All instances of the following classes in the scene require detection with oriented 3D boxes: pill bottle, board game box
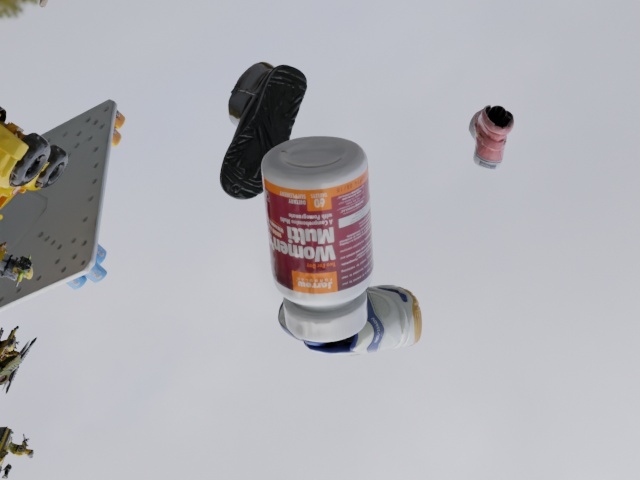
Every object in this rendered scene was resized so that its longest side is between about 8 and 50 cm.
[{"bbox_3d":[0.000,0.000,1.234,0.121,0.221,0.121,-4,-152,2],"label":"pill bottle"},{"bbox_3d":[-0.512,-0.026,1.849,0.390,0.050,0.389,-23,-134,23],"label":"board game box"}]

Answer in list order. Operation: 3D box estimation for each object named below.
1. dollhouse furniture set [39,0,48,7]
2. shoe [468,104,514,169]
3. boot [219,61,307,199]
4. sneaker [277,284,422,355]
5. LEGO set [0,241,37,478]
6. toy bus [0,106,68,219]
[{"bbox_3d":[-0.533,-0.547,1.934,0.129,0.129,0.183,-40,-139,51],"label":"dollhouse furniture set"},{"bbox_3d":[0.285,-0.192,1.751,0.064,0.081,0.178,14,-146,-1],"label":"shoe"},{"bbox_3d":[-0.115,-0.193,1.838,0.246,0.094,0.207,-66,-161,1],"label":"boot"},{"bbox_3d":[0.008,0.109,1.541,0.131,0.111,0.296,-11,-177,-36],"label":"sneaker"},{"bbox_3d":[-0.409,0.167,1.268,0.255,0.192,0.331,-58,-165,34],"label":"LEGO set"},{"bbox_3d":[-0.485,-0.085,1.513,0.211,0.149,0.220,-57,176,-1],"label":"toy bus"}]
